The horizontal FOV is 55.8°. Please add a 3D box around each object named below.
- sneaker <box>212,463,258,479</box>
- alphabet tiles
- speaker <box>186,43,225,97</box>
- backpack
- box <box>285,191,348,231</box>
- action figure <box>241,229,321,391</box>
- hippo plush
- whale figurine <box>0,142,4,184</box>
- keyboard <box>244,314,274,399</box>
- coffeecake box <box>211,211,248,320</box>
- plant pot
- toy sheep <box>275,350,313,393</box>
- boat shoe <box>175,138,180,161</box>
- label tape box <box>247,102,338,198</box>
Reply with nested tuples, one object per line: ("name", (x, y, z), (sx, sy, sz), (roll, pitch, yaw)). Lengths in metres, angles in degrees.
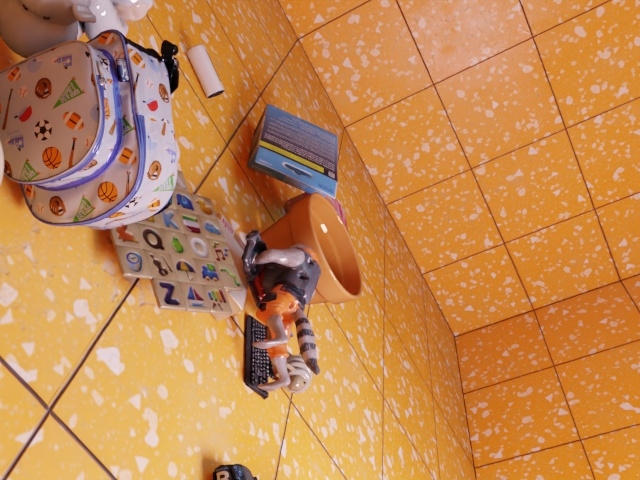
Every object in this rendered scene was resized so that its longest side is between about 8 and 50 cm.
("sneaker", (-0.159, 0.431, 0.981), (0.217, 0.079, 0.121), (38, 29, -72))
("alphabet tiles", (-0.278, -0.016, 1.129), (0.285, 0.011, 0.342), (14, 45, -53))
("speaker", (-0.312, -0.458, 1.643), (0.136, 0.055, 0.055), (65, 18, -4))
("backpack", (-0.337, -0.149, 0.888), (0.213, 0.277, 0.263), (-15, 89, -67))
("box", (0.000, 0.000, 1.840), (0.154, 0.142, 0.299), (47, 26, -47))
("action figure", (-0.060, 0.153, 1.298), (0.341, 0.179, 0.330), (72, 21, -48))
("hippo plush", (-0.388, -0.395, 0.965), (0.234, 0.294, 0.236), (27, 35, -32))
("whale figurine", (-0.468, -0.051, 0.628), (0.216, 0.141, 0.272), (52, 48, -42))
("keyboard", (-0.131, 0.261, 1.342), (0.108, 0.023, 0.180), (51, 25, -41))
("coffeecake box", (-0.214, 0.052, 1.279), (0.142, 0.068, 0.185), (56, 21, -28))
("plant pot", (-0.044, 0.046, 1.558), (0.291, 0.204, 0.290), (56, 21, -34))
("toy sheep", (-0.060, 0.304, 1.396), (0.091, 0.091, 0.132), (61, 8, -19))
("boat shoe", (-0.373, -0.225, 1.106), (0.267, 0.096, 0.088), (52, 32, -23))
("label tape box", (-0.080, -0.237, 1.774), (0.249, 0.115, 0.347), (22, 37, -15))
